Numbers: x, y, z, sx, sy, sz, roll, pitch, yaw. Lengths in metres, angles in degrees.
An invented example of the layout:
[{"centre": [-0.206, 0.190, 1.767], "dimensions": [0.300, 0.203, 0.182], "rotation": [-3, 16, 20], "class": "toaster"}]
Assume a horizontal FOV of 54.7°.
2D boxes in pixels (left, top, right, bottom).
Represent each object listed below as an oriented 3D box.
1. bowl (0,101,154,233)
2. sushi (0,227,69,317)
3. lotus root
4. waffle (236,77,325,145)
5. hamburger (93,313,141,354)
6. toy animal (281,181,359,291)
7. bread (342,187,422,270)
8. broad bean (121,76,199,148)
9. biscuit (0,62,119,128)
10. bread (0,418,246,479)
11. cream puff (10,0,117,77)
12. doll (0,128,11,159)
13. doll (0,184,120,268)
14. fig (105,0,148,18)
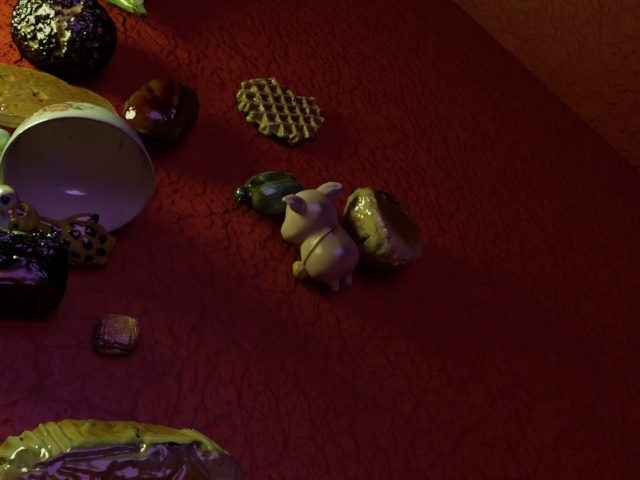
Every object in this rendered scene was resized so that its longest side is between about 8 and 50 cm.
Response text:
[{"centre": [-0.470, -0.155, 1.209], "dimensions": [0.277, 0.277, 0.145], "rotation": [7, 39, -28], "class": "bowl"}, {"centre": [-0.556, 0.052, 1.069], "dimensions": [0.225, 0.136, 0.126], "rotation": [4, 51, -21], "class": "sushi"}, {"centre": [-0.125, -0.113, 1.505], "dimensions": [0.192, 0.088, 0.113], "rotation": [-11, 54, -36], "class": "lotus root"}, {"centre": [-0.113, -0.374, 1.743], "dimensions": [0.253, 0.056, 0.249], "rotation": [42, 44, 6], "class": "waffle"}, {"centre": [-0.376, 0.175, 1.146], "dimensions": [0.083, 0.044, 0.076], "rotation": [16, 47, -24], "class": "hamburger"}, {"centre": [-0.001, 0.001, 1.453], "dimensions": [0.165, 0.149, 0.248], "rotation": [-25, 92, -47], "class": "toy animal"}, {"centre": [0.148, -0.026, 1.549], "dimensions": [0.244, 0.134, 0.244], "rotation": [37, 32, -28], "class": "bread"}, {"centre": [-0.379, -0.302, 1.471], "dimensions": [0.156, 0.122, 0.228], "rotation": [25, 42, 2], "class": "broad bean"}, {"centre": [-0.614, -0.291, 1.312], "dimensions": [0.376, 0.051, 0.269], "rotation": [5, 33, -42], "class": "biscuit"}, {"centre": [-0.304, 0.389, 0.948], "dimensions": [0.388, 0.183, 0.236], "rotation": [21, 63, -25], "class": "bread"}, {"centre": [-0.598, -0.500, 1.458], "dimensions": [0.239, 0.165, 0.239], "rotation": [15, 50, -19], "class": "cream puff"}, {"centre": [-0.680, -0.111, 1.140], "dimensions": [0.154, 0.113, 0.275], "rotation": [22, 48, 12], "class": "doll"}, {"centre": [-0.520, -0.029, 1.152], "dimensions": [0.291, 0.086, 0.117], "rotation": [26, 81, -34], "class": "doll"}, {"centre": [-0.560, -0.742, 1.639], "dimensions": [0.233, 0.233, 0.314], "rotation": [10, 56, -25], "class": "fig"}]
